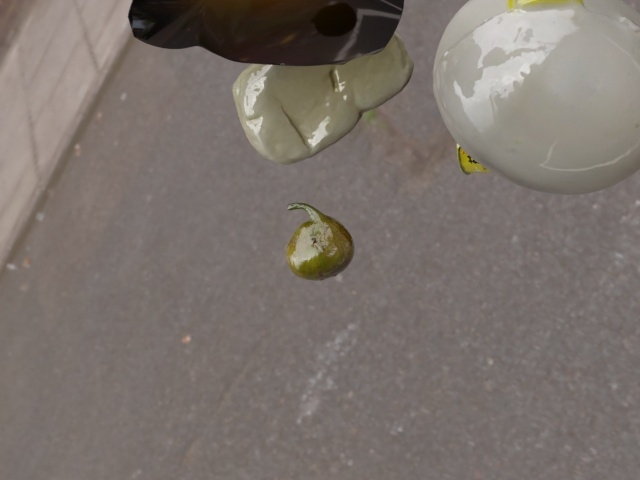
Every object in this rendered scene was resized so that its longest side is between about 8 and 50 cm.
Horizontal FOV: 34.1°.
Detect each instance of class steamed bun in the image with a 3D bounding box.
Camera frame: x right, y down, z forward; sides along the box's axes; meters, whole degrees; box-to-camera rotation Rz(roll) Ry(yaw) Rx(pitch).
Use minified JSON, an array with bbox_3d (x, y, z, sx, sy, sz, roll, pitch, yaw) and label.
[{"bbox_3d":[0.354,-0.233,1.580,0.334,0.374,0.334,-46,32,41],"label":"steamed bun"}]

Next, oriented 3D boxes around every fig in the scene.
[{"bbox_3d":[0.000,0.000,1.308,0.082,0.084,0.098,-41,-51,-69],"label":"fig"}]

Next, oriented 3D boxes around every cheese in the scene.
[{"bbox_3d":[0.000,-0.225,1.480,0.263,0.159,0.093,-38,17,-3],"label":"cheese"}]

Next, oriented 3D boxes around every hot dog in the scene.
[{"bbox_3d":[-0.065,-0.321,1.299,0.194,0.326,0.107,110,168,-52],"label":"hot dog"}]

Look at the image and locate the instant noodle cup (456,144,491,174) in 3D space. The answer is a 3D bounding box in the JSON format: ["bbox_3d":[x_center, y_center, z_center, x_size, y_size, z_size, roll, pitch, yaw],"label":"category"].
[{"bbox_3d":[0.382,-0.218,2.181,0.144,0.182,0.182,10,74,26],"label":"instant noodle cup"}]
